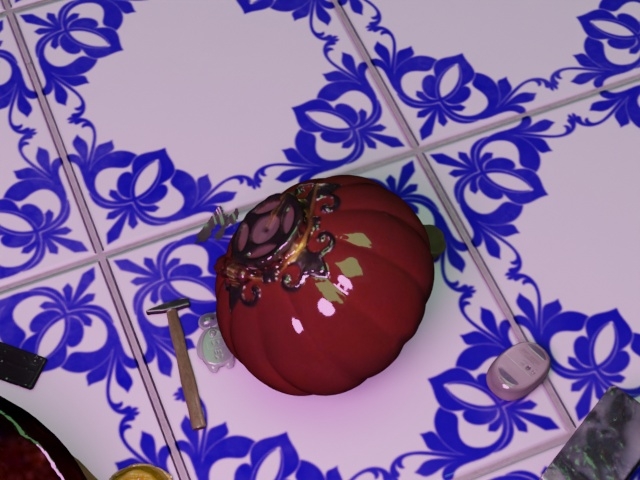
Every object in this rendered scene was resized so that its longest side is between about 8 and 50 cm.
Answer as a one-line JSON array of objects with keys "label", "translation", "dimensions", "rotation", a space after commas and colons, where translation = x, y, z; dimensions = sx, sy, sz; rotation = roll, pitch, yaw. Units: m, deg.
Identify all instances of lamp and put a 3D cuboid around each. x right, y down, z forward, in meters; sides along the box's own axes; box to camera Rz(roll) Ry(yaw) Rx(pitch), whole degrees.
[{"label": "lamp", "translation": [0.003, 0.055, 1.674], "dimensions": [0.303, 0.257, 0.303], "rotation": [-25, 42, 26]}]

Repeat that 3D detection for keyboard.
[{"label": "keyboard", "translation": [-0.451, 0.158, 1.752], "dimensions": [0.155, 0.010, 0.053], "rotation": [18, 61, 10]}]

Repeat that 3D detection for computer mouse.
[{"label": "computer mouse", "translation": [0.266, 0.179, 1.735], "dimensions": [0.096, 0.039, 0.066], "rotation": [-34, 65, -29]}]

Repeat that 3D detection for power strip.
[{"label": "power strip", "translation": [-0.145, 0.141, 1.762], "dimensions": [0.055, 0.035, 0.083], "rotation": [-15, 73, -10]}]

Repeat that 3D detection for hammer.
[{"label": "hammer", "translation": [-0.189, 0.169, 1.749], "dimensions": [0.062, 0.013, 0.199], "rotation": [-12, 59, -8]}]

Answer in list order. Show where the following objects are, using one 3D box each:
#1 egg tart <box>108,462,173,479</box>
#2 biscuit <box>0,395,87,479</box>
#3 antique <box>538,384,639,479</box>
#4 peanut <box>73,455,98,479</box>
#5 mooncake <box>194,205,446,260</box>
[{"label": "egg tart", "translation": [-0.233, 0.327, 1.635], "dimensions": [0.105, 0.039, 0.105], "rotation": [-1, 57, 1]}, {"label": "biscuit", "translation": [-0.436, 0.355, 1.474], "dimensions": [0.407, 0.091, 0.408], "rotation": [1, 93, 11]}, {"label": "antique", "translation": [0.350, 0.287, 1.640], "dimensions": [0.086, 0.088, 0.183], "rotation": [35, 65, 19]}, {"label": "peanut", "translation": [-0.293, 0.355, 1.558], "dimensions": [0.319, 0.147, 0.147], "rotation": [38, 64, 7]}, {"label": "mooncake", "translation": [0.000, -0.010, 1.838], "dimensions": [0.346, 0.057, 0.150], "rotation": [17, 48, 13]}]
